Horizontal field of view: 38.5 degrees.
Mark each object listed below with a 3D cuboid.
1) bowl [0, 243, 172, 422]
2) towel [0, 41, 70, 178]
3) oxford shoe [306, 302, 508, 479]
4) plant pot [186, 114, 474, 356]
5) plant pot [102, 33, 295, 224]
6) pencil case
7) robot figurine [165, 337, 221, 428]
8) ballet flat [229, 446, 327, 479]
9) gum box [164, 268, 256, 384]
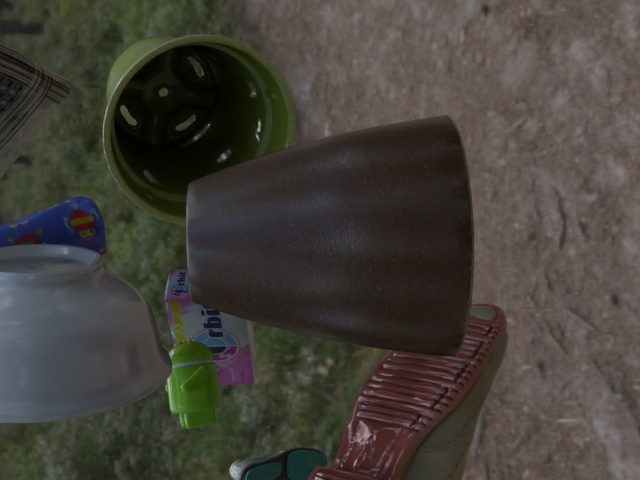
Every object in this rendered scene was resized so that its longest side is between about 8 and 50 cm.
[{"bbox_3d":[-0.313,0.083,1.014,0.298,0.298,0.134,-145,56,-67],"label":"bowl"},{"bbox_3d":[-0.481,-0.112,1.088,0.056,0.324,0.312,46,-173,17],"label":"towel"},{"bbox_3d":[0.112,0.247,1.081,0.397,0.146,0.140,-50,29,-21],"label":"oxford shoe"},{"bbox_3d":[0.000,0.000,0.816,0.215,0.230,0.215,178,90,-87],"label":"plant pot"},{"bbox_3d":[-0.212,-0.195,1.383,0.254,0.276,0.276,-136,50,-57],"label":"plant pot"},{"bbox_3d":[-0.527,0.017,1.611,0.133,0.306,0.119,-4,105,57],"label":"pencil case"},{"bbox_3d":[-0.166,0.184,1.191,0.101,0.067,0.115,155,108,-68],"label":"robot figurine"},{"bbox_3d":[-0.085,0.447,1.833,0.068,0.213,0.072,15,102,52],"label":"ballet flat"},{"bbox_3d":[-0.151,0.128,1.295,0.062,0.107,0.188,-90,-2,-50],"label":"gum box"}]
